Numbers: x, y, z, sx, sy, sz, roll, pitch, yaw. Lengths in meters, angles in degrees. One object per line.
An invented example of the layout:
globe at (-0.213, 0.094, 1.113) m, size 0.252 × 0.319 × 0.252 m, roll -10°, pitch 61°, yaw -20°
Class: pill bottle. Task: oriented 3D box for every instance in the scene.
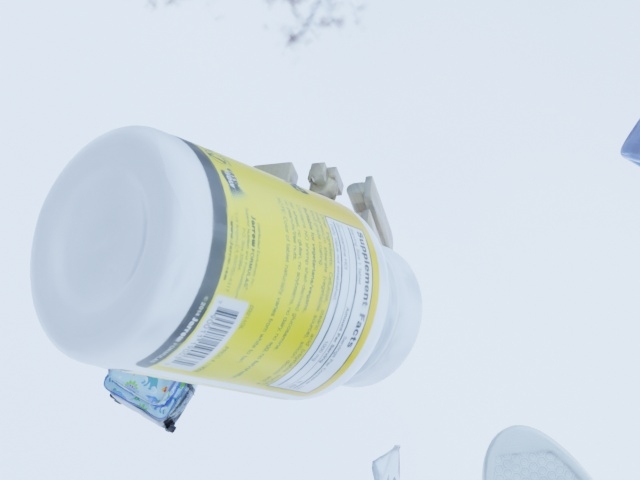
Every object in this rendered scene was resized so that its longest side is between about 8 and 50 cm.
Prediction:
pill bottle at (-0.062, 0.036, 0.922) m, size 0.334 × 0.187 × 0.188 m, roll 20°, pitch -127°, yaw -48°

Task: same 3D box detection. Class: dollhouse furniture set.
dollhouse furniture set at (0.000, 0.000, 1.222) m, size 0.123 × 0.151 × 0.144 m, roll 67°, pitch -155°, yaw -46°

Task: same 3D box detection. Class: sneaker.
sneaker at (0.223, 0.296, 0.917) m, size 0.296 × 0.104 × 0.147 m, roll 61°, pitch -178°, yaw 11°

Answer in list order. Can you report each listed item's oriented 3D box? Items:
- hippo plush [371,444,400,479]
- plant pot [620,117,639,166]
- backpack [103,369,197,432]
hippo plush at (0.152, 0.191, 0.391) m, size 0.236 × 0.234 × 0.294 m, roll -12°, pitch -87°, yaw -16°
plant pot at (0.561, -0.139, 1.340) m, size 0.235 × 0.212 × 0.236 m, roll 24°, pitch -174°, yaw -17°
backpack at (-0.197, 0.157, 1.319) m, size 0.105 × 0.084 × 0.114 m, roll 27°, pitch -112°, yaw 15°
